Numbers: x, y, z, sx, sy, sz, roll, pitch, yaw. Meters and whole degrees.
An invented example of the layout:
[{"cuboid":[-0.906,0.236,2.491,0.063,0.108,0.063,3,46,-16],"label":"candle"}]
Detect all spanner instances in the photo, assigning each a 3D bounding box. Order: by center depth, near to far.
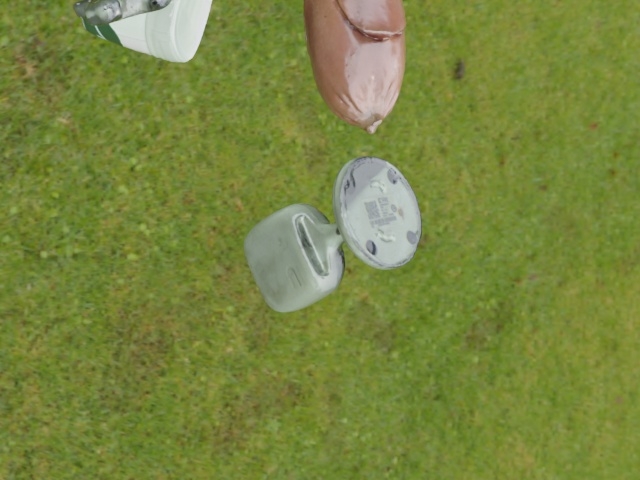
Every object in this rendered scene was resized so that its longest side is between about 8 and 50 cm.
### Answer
[{"cuboid":[-0.141,-0.162,0.580,0.054,0.254,0.015,-17,110,-12],"label":"spanner"}]

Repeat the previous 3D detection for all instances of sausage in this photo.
[{"cuboid":[0.024,-0.286,0.685,0.088,0.088,0.433,15,69,-47],"label":"sausage"}]

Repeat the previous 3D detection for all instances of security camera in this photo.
[{"cuboid":[0.000,0.000,0.416,0.058,0.092,0.058,17,63,-37],"label":"security camera"}]

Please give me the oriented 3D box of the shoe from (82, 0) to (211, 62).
[{"cuboid":[-0.147,-0.294,0.813,0.095,0.110,0.265,75,25,-63],"label":"shoe"}]
